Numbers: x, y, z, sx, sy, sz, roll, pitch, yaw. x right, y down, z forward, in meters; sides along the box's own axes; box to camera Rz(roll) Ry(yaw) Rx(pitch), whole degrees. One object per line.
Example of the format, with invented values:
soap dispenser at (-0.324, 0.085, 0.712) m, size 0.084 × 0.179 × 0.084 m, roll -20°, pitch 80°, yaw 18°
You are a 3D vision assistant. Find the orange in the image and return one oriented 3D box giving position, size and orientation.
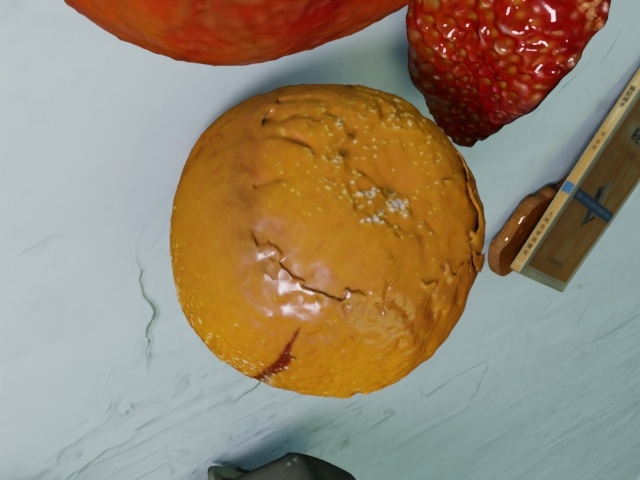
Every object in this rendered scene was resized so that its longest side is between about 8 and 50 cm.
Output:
orange at (0.000, 0.000, 0.740) m, size 0.193 × 0.193 × 0.161 m, roll -29°, pitch 164°, yaw -32°

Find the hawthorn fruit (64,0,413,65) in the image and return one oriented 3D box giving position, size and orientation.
hawthorn fruit at (-0.038, -0.159, 0.476) m, size 0.207 × 0.207 × 0.243 m, roll -41°, pitch -178°, yaw -11°

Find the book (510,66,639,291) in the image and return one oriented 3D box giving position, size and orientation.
book at (0.281, -0.059, 1.232) m, size 0.241 × 0.018 × 0.170 m, roll -58°, pitch 154°, yaw 7°

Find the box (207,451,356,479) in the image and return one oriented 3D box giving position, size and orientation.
box at (-0.009, 0.334, 1.102) m, size 0.166 × 0.290 × 0.220 m, roll -34°, pitch 156°, yaw 7°

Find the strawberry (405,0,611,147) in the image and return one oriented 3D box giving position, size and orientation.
strawberry at (0.116, -0.161, 0.790) m, size 0.236 × 0.107 × 0.175 m, roll -58°, pitch -171°, yaw 25°

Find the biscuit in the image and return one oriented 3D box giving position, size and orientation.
biscuit at (0.210, -0.015, 1.222) m, size 0.130 × 0.019 × 0.102 m, roll -32°, pitch 148°, yaw -31°
